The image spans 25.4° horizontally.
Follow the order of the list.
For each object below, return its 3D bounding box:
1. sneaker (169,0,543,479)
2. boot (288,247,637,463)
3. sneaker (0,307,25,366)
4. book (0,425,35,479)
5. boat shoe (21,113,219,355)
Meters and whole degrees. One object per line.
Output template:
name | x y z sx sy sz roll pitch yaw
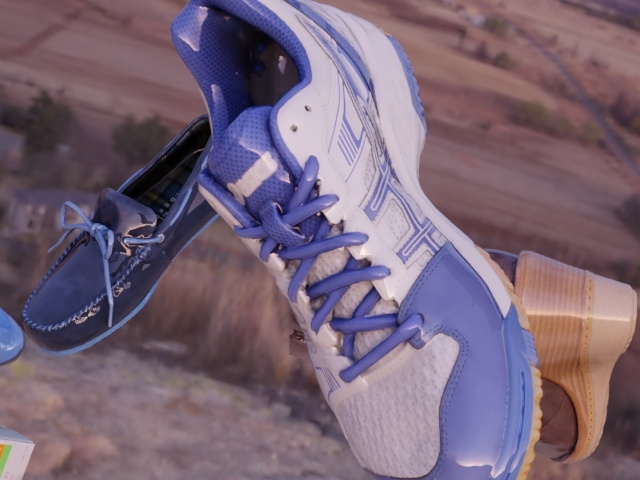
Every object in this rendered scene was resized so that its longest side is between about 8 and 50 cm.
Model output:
sneaker | 0.000 0.000 0.670 0.131 0.112 0.296 19 39 -44
boot | 0.085 0.071 0.924 0.207 0.090 0.248 6 -27 5
sneaker | -0.387 0.053 1.409 0.209 0.069 0.082 34 -24 7
book | -0.259 0.160 0.890 0.035 0.096 0.144 19 1 41
boat shoe | -0.172 -0.016 1.235 0.109 0.089 0.258 21 58 27
